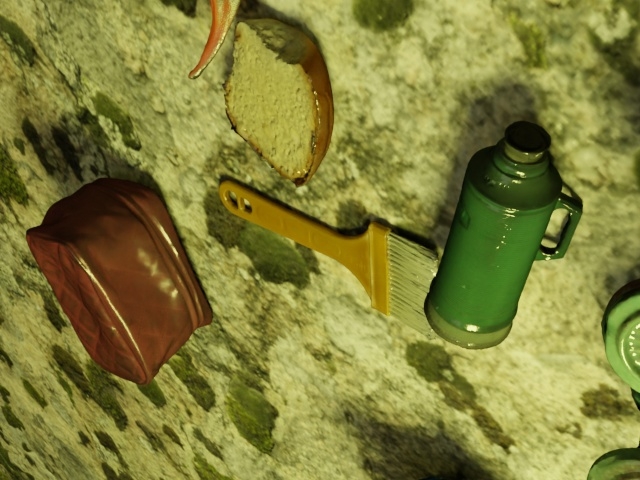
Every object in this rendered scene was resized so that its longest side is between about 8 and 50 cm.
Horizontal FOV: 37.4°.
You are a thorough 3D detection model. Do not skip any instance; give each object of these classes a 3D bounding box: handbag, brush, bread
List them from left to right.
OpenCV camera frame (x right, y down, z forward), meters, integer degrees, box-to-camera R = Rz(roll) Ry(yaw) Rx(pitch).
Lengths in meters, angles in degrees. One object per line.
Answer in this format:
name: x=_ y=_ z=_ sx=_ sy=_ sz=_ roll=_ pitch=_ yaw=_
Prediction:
handbag: x=-0.227 y=0.044 z=1.089 sx=0.146 sy=0.135 sz=0.225 roll=8 pitch=130 yaw=43
bread: x=-0.032 y=-0.122 z=0.805 sx=0.126 sy=0.044 sz=0.129 roll=43 pitch=147 yaw=24
brush: x=0.000 y=0.000 z=0.899 sx=0.272 sy=0.013 sz=0.103 roll=26 pitch=137 yaw=33

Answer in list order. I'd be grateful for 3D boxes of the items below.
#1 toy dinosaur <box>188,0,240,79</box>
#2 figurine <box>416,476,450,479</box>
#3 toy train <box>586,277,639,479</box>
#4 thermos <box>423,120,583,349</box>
toy dinosaur: x=-0.081 y=-0.252 z=0.737 sx=0.101 sy=0.055 sz=0.279 roll=24 pitch=136 yaw=19
figurine: x=0.146 y=0.298 z=0.925 sx=0.262 sy=0.120 sz=0.164 roll=12 pitch=138 yaw=20
toy train: x=0.287 y=0.098 z=0.571 sx=0.222 sy=0.150 sz=0.304 roll=13 pitch=129 yaw=28
thermos: x=0.133 y=-0.002 z=0.698 sx=0.083 sy=0.073 sz=0.187 roll=35 pitch=141 yaw=24
